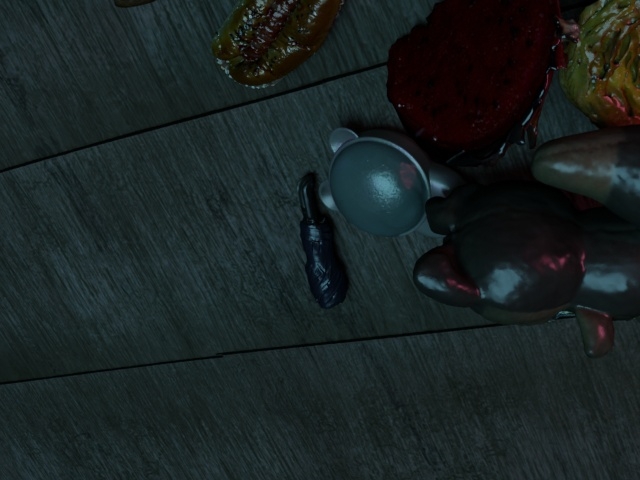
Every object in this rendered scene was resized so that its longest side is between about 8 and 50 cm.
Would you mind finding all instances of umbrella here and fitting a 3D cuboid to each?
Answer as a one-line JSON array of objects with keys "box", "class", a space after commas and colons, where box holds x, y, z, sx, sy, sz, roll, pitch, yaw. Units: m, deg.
[{"box": [-0.007, 0.002, 1.679, 0.071, 0.071, 0.248, -3, 117, 28], "class": "umbrella"}]

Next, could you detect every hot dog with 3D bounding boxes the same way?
[{"box": [-0.061, -0.330, 1.459, 0.144, 0.075, 0.268, 44, 127, -4], "class": "hot dog"}]

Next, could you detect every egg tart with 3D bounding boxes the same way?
[{"box": [0.449, -0.258, 1.236, 0.297, 0.132, 0.297, 6, 134, 7], "class": "egg tart"}]

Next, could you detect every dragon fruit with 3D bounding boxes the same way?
[{"box": [0.224, -0.219, 1.307, 0.100, 0.282, 0.343, 10, 157, -32], "class": "dragon fruit"}]

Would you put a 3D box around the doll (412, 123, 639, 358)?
[{"box": [0.328, -0.032, 1.347, 0.383, 0.252, 0.378, 8, 126, -3], "class": "doll"}]

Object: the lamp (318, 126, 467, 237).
[{"box": [0.115, -0.076, 1.531, 0.246, 0.108, 0.179, 21, 133, 11], "class": "lamp"}]

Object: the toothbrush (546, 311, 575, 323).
[{"box": [0.476, 0.116, 1.545, 0.294, 0.028, 0.026, -4, 122, 22], "class": "toothbrush"}]

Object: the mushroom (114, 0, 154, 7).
[{"box": [-0.231, -0.459, 1.430, 0.151, 0.156, 0.285, 7, 136, -10], "class": "mushroom"}]
